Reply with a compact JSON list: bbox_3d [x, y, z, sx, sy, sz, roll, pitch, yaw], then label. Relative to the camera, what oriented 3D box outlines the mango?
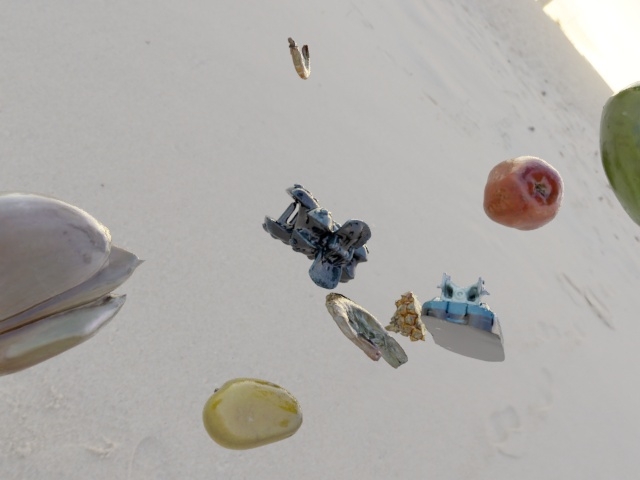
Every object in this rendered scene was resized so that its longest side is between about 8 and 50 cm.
[{"bbox_3d":[-0.131,0.340,1.074,0.195,0.098,0.137,12,66,-9],"label":"mango"}]

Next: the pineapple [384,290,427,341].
[{"bbox_3d":[0.191,0.176,1.223,0.077,0.114,0.114,0,70,-45],"label":"pineapple"}]

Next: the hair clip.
[{"bbox_3d":[0.005,0.004,1.414,0.310,0.194,0.206,37,-2,-37],"label":"hair clip"}]

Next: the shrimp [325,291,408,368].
[{"bbox_3d":[0.105,0.219,1.302,0.253,0.058,0.173,45,16,2],"label":"shrimp"}]

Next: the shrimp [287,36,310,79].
[{"bbox_3d":[-0.050,-0.445,1.310,0.127,0.025,0.091,56,38,-58],"label":"shrimp"}]

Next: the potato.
[{"bbox_3d":[0.620,-0.142,0.987,0.304,0.216,0.216,55,24,1],"label":"potato"}]

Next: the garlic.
[{"bbox_3d":[-0.446,0.055,0.823,0.132,0.279,0.325,25,48,35],"label":"garlic"}]

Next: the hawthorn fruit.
[{"bbox_3d":[0.460,-0.105,1.250,0.189,0.189,0.189,40,27,-25],"label":"hawthorn fruit"}]

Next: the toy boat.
[{"bbox_3d":[0.265,0.141,0.978,0.299,0.134,0.092,50,53,-62],"label":"toy boat"}]
